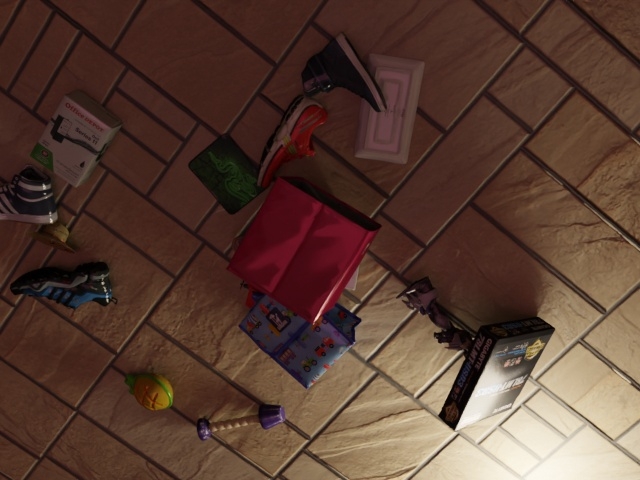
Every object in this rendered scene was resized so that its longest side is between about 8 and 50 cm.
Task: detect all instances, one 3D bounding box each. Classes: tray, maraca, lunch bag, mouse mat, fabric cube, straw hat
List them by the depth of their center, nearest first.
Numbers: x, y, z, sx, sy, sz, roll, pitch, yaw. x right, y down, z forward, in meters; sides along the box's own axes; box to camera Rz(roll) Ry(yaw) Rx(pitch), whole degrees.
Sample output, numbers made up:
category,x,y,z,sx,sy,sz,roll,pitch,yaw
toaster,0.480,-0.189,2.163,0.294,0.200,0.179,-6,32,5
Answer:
category,x,y,z,sx,sy,sz,roll,pitch,yaw
fabric cube,-0.031,0.015,1.727,0.259,0.254,0.258,31,99,8
tray,0.173,-0.332,1.796,0.145,0.030,0.271,9,112,2
mouse mat,-0.251,-0.180,1.916,0.152,0.007,0.190,-37,104,18
lunch bag,-0.070,0.234,1.980,0.293,0.138,0.221,39,116,-6
straw hat,-0.757,-0.019,2.002,0.144,0.144,0.061,21,74,-2
maraca,-0.527,0.460,2.147,0.185,0.099,0.127,2,117,32

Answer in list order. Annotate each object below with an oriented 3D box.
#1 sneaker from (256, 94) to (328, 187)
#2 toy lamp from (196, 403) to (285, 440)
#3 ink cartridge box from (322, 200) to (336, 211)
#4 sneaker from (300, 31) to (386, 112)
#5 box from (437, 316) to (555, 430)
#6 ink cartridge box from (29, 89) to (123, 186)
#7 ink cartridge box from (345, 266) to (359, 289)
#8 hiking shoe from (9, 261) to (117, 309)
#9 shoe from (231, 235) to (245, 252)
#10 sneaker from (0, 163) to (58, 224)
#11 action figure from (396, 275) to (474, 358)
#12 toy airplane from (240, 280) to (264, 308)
category,x,y,z,sx,sy,sz,roll,pitch,yaw
sneaker,-0.074,-0.239,1.824,0.118,0.107,0.279,28,115,-16
toy lamp,-0.243,0.557,2.158,0.274,0.080,0.080,-15,108,11
ink cartridge box,0.000,0.000,1.891,0.139,0.082,0.191,-15,91,12
sneaker,0.051,-0.377,1.737,0.163,0.086,0.226,-34,78,11
box,0.480,0.356,1.903,0.073,0.295,0.294,37,116,40
ink cartridge box,-0.654,-0.274,1.882,0.153,0.087,0.208,35,110,-8
ink cartridge box,0.042,0.038,1.957,0.145,0.045,0.180,11,93,3
hiking shoe,-0.756,0.149,2.042,0.303,0.113,0.132,-5,109,9
shoe,-0.145,0.041,1.966,0.219,0.058,0.077,26,92,-8
sneaker,-0.880,-0.134,1.954,0.282,0.099,0.153,5,116,-3
action figure,0.338,0.234,1.926,0.099,0.185,0.285,-40,86,-5
toy airplane,-0.161,0.154,2.014,0.151,0.028,0.151,3,122,4
